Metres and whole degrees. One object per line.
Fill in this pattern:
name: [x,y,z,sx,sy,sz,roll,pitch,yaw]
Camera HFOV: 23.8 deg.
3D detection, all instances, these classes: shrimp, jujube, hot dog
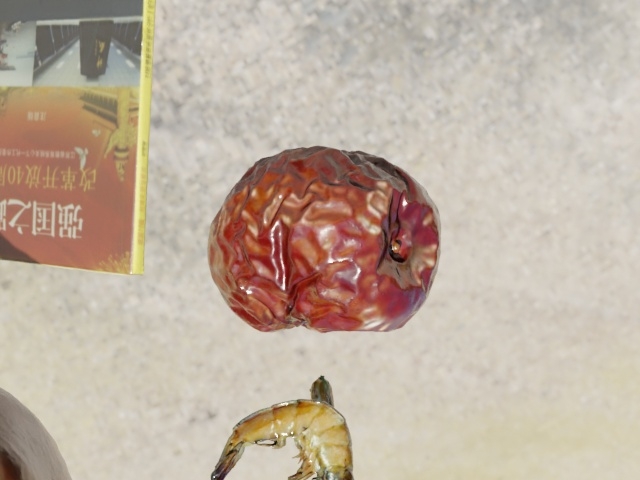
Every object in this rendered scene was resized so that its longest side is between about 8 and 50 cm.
shrimp: [-0.036,0.252,1.515,0.148,0.195,0.035,-7,150,0]
jujube: [0.000,0.000,1.530,0.232,0.213,0.213,-6,169,42]
hot dog: [0.001,0.187,1.635,0.021,0.083,0.037,-13,166,27]

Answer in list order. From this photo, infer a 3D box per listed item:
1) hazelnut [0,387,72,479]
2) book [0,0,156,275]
hazelnut: [-0.370,0.305,1.458,0.366,0.366,0.366,-20,149,-13]
book: [-0.255,-0.162,1.441,0.262,0.374,0.028,5,-177,38]
